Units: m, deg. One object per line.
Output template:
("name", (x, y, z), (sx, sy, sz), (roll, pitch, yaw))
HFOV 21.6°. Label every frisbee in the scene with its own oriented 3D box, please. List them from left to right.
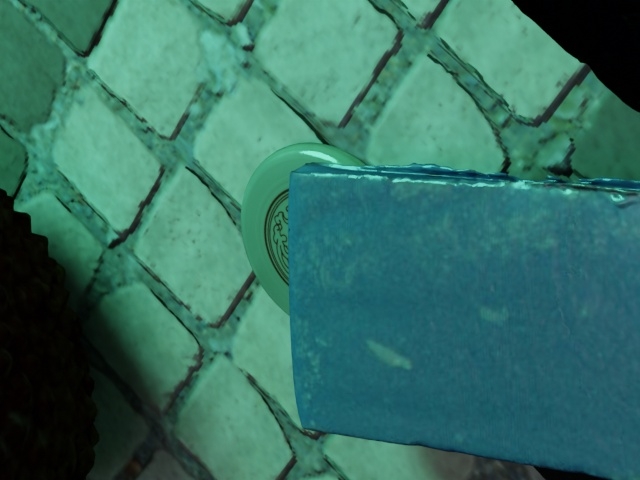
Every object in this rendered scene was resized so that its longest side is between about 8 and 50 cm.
("frisbee", (0.000, 0.000, 0.914), (0.110, 0.014, 0.110), (15, 117, 32))

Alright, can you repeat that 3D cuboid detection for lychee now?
("lychee", (-0.247, 0.079, 0.997), (0.271, 0.271, 0.271), (15, 116, 31))

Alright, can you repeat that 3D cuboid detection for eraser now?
("eraser", (0.119, 0.040, 0.797), (0.312, 0.043, 0.144), (6, 103, 34))

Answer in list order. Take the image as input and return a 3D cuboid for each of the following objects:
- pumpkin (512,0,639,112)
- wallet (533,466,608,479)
("pumpkin", (0.154, -0.174, 0.562), (0.296, 0.296, 0.295), (15, 116, 31))
("wallet", (0.184, 0.115, 0.818), (0.244, 0.025, 0.124), (45, 125, 16))
